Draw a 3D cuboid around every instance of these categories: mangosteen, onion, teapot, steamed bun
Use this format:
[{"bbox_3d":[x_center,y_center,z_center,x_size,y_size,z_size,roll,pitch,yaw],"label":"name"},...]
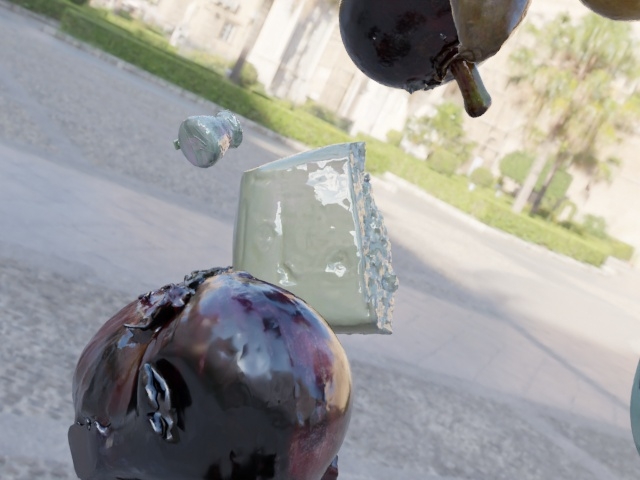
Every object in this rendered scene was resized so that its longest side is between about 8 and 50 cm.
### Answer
[{"bbox_3d":[0.148,-0.271,1.059,0.235,0.235,0.262,13,48,-58],"label":"mangosteen"},{"bbox_3d":[-0.081,0.134,0.688,0.221,0.281,0.281,1,21,-36],"label":"onion"},{"bbox_3d":[-0.137,-0.125,1.020,0.083,0.064,0.064,0,23,42],"label":"teapot"},{"bbox_3d":[0.000,0.000,1.010,0.199,0.226,0.170,0,-9,15],"label":"steamed bun"}]

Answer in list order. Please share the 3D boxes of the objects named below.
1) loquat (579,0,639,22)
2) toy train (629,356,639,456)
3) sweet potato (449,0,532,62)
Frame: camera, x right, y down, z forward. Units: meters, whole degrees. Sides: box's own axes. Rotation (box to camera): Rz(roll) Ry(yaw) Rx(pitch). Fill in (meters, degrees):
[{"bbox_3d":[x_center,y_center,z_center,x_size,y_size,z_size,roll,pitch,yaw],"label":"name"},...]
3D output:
[{"bbox_3d":[0.321,-0.296,0.875,0.141,0.141,0.141,25,8,-4],"label":"loquat"},{"bbox_3d":[0.338,0.009,0.665,0.086,0.407,0.088,32,-11,-9],"label":"toy train"},{"bbox_3d":[0.120,-0.236,0.553,0.097,0.292,0.097,19,-23,8],"label":"sweet potato"}]
